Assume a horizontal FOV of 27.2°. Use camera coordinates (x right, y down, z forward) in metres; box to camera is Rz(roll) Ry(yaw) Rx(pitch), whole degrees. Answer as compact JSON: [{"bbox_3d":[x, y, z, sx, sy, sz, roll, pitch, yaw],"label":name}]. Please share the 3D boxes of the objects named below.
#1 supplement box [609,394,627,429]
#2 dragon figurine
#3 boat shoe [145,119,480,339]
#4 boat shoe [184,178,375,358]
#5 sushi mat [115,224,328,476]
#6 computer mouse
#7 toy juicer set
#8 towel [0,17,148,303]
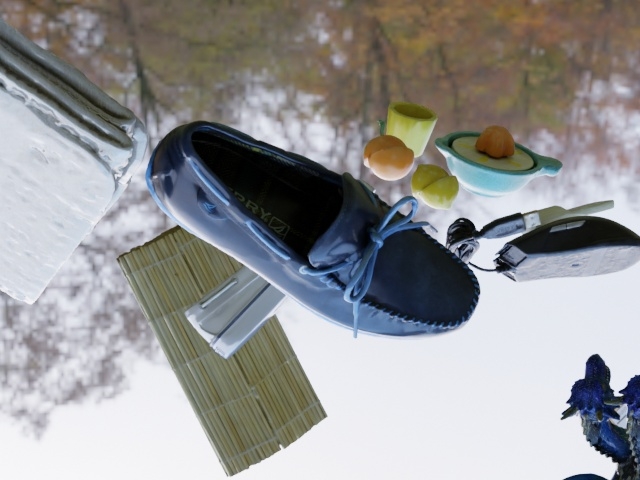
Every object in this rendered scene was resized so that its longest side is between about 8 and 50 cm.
[{"bbox_3d":[0.348,0.120,1.194,0.078,0.233,0.080,-27,-109,-33],"label":"supplement box"},{"bbox_3d":[0.220,0.223,0.998,0.144,0.289,0.085,13,-177,-42],"label":"dragon figurine"},{"bbox_3d":[0.000,0.000,0.926,0.258,0.109,0.089,21,157,-13],"label":"boat shoe"},{"bbox_3d":[-0.050,0.017,1.561,0.088,0.267,0.096,43,-176,4],"label":"boat shoe"},{"bbox_3d":[-0.121,0.126,1.662,0.151,0.316,0.019,-28,-174,-19],"label":"sushi mat"},{"bbox_3d":[0.262,-0.007,1.575,0.262,0.184,0.060,-8,-115,0],"label":"computer mouse"},{"bbox_3d":[0.211,-0.096,1.714,0.329,0.089,0.209,21,-154,17],"label":"toy juicer set"},{"bbox_3d":[-0.220,-0.061,0.837,0.187,0.282,0.049,37,-121,-9],"label":"towel"}]
